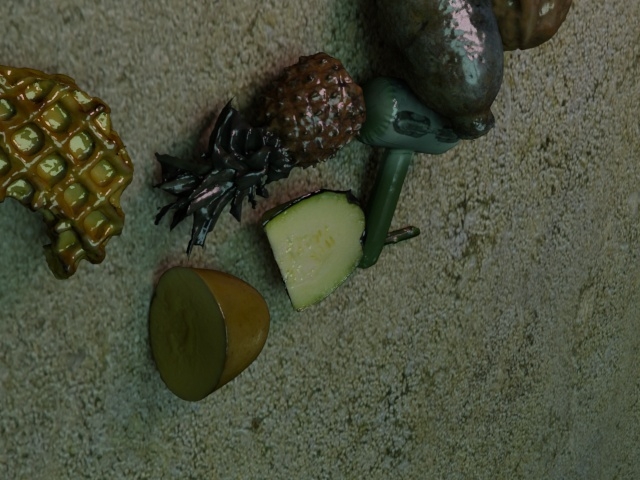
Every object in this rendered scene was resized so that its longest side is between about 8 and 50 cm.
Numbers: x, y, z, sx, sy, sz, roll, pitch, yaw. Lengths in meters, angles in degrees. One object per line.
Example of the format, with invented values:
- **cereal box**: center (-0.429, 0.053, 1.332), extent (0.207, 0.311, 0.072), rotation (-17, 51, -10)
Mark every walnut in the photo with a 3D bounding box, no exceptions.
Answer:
- **walnut**: center (0.316, -0.427, 1.331), extent (0.198, 0.198, 0.245), rotation (-30, 132, -22)

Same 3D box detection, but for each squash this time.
- **squash**: center (-0.017, -0.005, 1.326), extent (0.184, 0.085, 0.192), rotation (-32, 124, -24)

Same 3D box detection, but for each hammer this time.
- **hammer**: center (0.117, -0.108, 1.371), extent (0.206, 0.119, 0.335), rotation (4, 112, -35)

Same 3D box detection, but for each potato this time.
- **potato**: center (-0.154, 0.135, 1.249), extent (0.158, 0.178, 0.203), rotation (-5, 86, -49)

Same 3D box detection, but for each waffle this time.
- **waffle**: center (-0.394, -0.089, 1.000), extent (0.324, 0.151, 0.261), rotation (8, 106, -37)

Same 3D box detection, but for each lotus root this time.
- **lotus root**: center (0.190, -0.321, 1.235), extent (0.175, 0.175, 0.349), rotation (-24, 94, -25)

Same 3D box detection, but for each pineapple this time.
- **pineapple**: center (-0.099, -0.132, 1.181), extent (0.364, 0.165, 0.165), rotation (-37, 124, -15)

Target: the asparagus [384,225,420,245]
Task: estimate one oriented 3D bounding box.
- **asparagus**: center (0.134, -0.006, 1.468), extent (0.108, 0.021, 0.025), rotation (-16, 112, -28)
